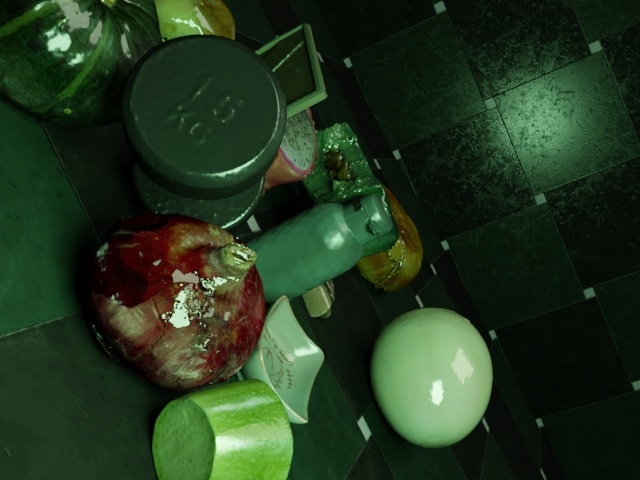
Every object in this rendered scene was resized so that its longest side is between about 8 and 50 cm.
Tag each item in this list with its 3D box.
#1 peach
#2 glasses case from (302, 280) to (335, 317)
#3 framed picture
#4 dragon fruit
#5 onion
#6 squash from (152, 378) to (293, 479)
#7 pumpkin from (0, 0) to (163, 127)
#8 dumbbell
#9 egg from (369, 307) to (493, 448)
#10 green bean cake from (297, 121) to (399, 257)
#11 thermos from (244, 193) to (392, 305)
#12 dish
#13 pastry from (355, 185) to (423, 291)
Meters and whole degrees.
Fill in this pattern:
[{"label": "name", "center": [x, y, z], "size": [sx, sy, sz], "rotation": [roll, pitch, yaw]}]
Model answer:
[{"label": "peach", "center": [-0.266, -0.386, 1.283], "size": [0.214, 0.214, 0.235], "rotation": [48, 15, -37]}, {"label": "glasses case", "center": [-0.005, 0.078, 1.548], "size": [0.102, 0.070, 0.193], "rotation": [23, 43, -65]}, {"label": "framed picture", "center": [-0.143, -0.262, 1.263], "size": [0.024, 0.315, 0.231], "rotation": [48, 24, -43]}, {"label": "dragon fruit", "center": [-0.141, -0.228, 1.460], "size": [0.290, 0.189, 0.290], "rotation": [46, 33, -42]}, {"label": "onion", "center": [-0.168, 0.064, 0.891], "size": [0.252, 0.219, 0.252], "rotation": [37, 31, -27]}, {"label": "squash", "center": [-0.123, 0.256, 0.855], "size": [0.123, 0.170, 0.170], "rotation": [13, 50, -48]}, {"label": "pumpkin", "center": [-0.354, -0.295, 0.928], "size": [0.300, 0.208, 0.300], "rotation": [38, 45, -50]}, {"label": "dumbbell", "center": [-0.166, -0.126, 0.974], "size": [0.203, 0.204, 0.322], "rotation": [65, -16, 7]}, {"label": "egg", "center": [0.254, 0.313, 1.584], "size": [0.283, 0.283, 0.345], "rotation": [53, 23, -28]}, {"label": "green bean cake", "center": [0.040, -0.112, 1.608], "size": [0.300, 0.169, 0.307], "rotation": [-171, -114, -81]}, {"label": "thermos", "center": [0.000, 0.000, 1.326], "size": [0.145, 0.287, 0.182], "rotation": [55, 18, -23]}, {"label": "dish", "center": [-0.073, 0.207, 1.171], "size": [0.151, 0.077, 0.212], "rotation": [59, 18, -16]}, {"label": "pastry", "center": [0.170, -0.017, 2.029], "size": [0.356, 0.164, 0.355], "rotation": [45, 29, -33]}]
